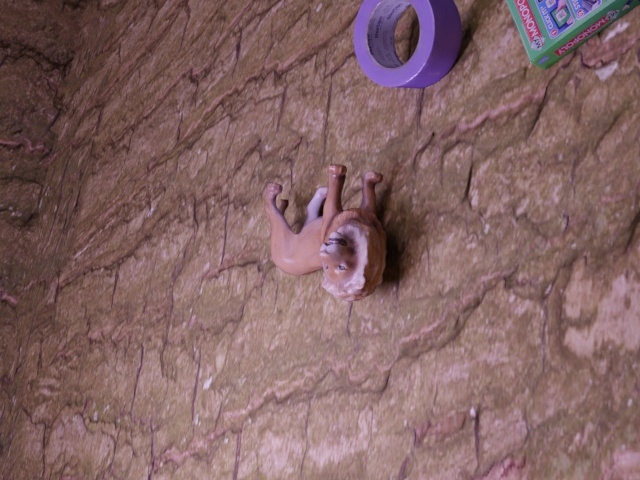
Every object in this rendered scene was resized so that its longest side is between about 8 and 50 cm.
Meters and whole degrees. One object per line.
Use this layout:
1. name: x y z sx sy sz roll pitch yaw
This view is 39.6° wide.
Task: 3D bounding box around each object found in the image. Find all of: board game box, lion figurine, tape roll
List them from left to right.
1. lion figurine: 0.000 0.000 1.616 0.392 0.142 0.240 -15 65 64
2. tape roll: 0.154 -0.368 1.592 0.189 0.080 0.189 8 101 44
3. board game box: 0.376 -0.457 1.398 0.213 0.046 0.317 -35 57 37
